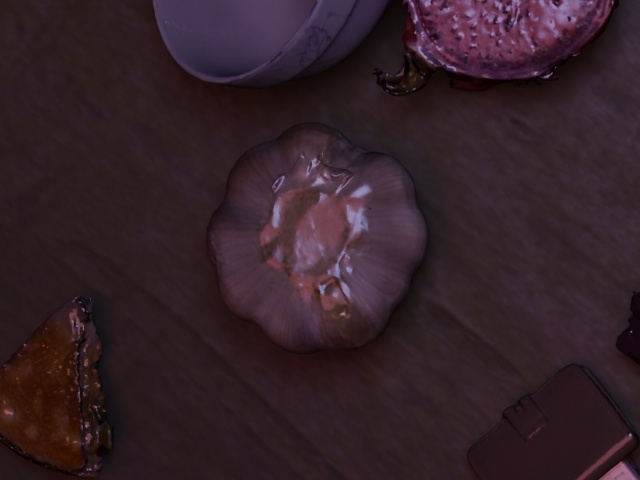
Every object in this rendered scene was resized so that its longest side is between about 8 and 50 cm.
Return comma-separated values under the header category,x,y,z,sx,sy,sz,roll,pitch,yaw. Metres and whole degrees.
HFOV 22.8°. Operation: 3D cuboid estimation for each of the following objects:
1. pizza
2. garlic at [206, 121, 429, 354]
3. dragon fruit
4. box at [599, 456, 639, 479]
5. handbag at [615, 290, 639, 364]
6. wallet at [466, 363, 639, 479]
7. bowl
category,x,y,z,sx,sy,sz,roll,pitch,yaw
pizza,-0.280,0.146,1.696,0.185,0.052,0.195,26,103,21
garlic,-0.004,0.001,1.561,0.228,0.152,0.227,-2,83,17
dragon fruit,0.171,-0.246,1.520,0.282,0.147,0.211,-41,90,16
box,0.274,0.279,1.546,0.125,0.043,0.089,-39,82,14
handbag,0.395,0.056,1.457,0.216,0.074,0.203,33,110,39
wallet,0.225,0.201,1.544,0.153,0.039,0.118,-42,57,14
bowl,-0.023,-0.280,1.530,0.287,0.144,0.287,-10,76,47
